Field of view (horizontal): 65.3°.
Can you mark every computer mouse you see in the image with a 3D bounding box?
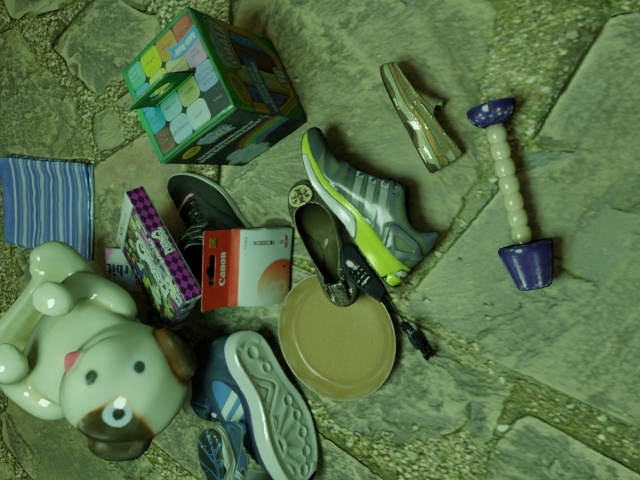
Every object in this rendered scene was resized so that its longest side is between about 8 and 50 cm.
[{"bbox_3d":[0.104,0.107,0.822,0.041,0.071,0.242,-36,94,6],"label":"computer mouse"}]

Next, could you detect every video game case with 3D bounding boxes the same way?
[{"bbox_3d":[-0.314,0.046,0.951,0.232,0.041,0.210,58,146,9],"label":"video game case"}]

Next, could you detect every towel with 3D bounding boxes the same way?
[{"bbox_3d":[-0.700,-0.088,1.263,0.336,0.040,0.243,8,100,27],"label":"towel"}]

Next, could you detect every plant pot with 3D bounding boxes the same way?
[{"bbox_3d":[0.030,0.173,0.913,0.236,0.032,0.236,4,98,27],"label":"plant pot"}]

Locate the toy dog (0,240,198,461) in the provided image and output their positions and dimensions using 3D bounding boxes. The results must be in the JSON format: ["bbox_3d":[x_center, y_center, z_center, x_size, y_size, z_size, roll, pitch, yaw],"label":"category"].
[{"bbox_3d":[-0.417,0.233,0.929,0.408,0.284,0.395,15,147,44],"label":"toy dog"}]

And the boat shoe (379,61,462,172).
[{"bbox_3d":[0.162,-0.205,0.790,0.072,0.068,0.190,-28,92,15],"label":"boat shoe"}]

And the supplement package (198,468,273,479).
[{"bbox_3d":[-0.164,0.590,0.995,0.194,0.149,0.203,-10,92,28],"label":"supplement package"}]

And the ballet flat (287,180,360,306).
[{"bbox_3d":[0.000,0.000,0.873,0.084,0.058,0.250,-27,71,18],"label":"ballet flat"}]

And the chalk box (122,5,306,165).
[{"bbox_3d":[-0.191,-0.244,0.836,0.180,0.289,0.179,-28,83,27],"label":"chalk box"}]

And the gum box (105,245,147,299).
[{"bbox_3d":[-0.393,0.069,1.105,0.188,0.062,0.107,3,97,27],"label":"gum box"}]

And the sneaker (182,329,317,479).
[{"bbox_3d":[-0.159,0.342,0.991,0.236,0.130,0.323,-26,88,38],"label":"sneaker"}]

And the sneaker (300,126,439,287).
[{"bbox_3d":[0.078,-0.075,0.830,0.121,0.111,0.300,-37,84,11],"label":"sneaker"}]

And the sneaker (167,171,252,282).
[{"bbox_3d":[-0.234,-0.033,0.964,0.296,0.147,0.104,45,115,18],"label":"sneaker"}]

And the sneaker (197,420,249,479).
[{"bbox_3d":[-0.157,0.419,0.870,0.080,0.081,0.211,6,100,34],"label":"sneaker"}]

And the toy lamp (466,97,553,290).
[{"bbox_3d":[0.282,-0.065,0.730,0.080,0.080,0.275,-12,89,28],"label":"toy lamp"}]

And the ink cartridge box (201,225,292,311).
[{"bbox_3d":[-0.127,0.049,0.897,0.045,0.179,0.145,10,101,38],"label":"ink cartridge box"}]
